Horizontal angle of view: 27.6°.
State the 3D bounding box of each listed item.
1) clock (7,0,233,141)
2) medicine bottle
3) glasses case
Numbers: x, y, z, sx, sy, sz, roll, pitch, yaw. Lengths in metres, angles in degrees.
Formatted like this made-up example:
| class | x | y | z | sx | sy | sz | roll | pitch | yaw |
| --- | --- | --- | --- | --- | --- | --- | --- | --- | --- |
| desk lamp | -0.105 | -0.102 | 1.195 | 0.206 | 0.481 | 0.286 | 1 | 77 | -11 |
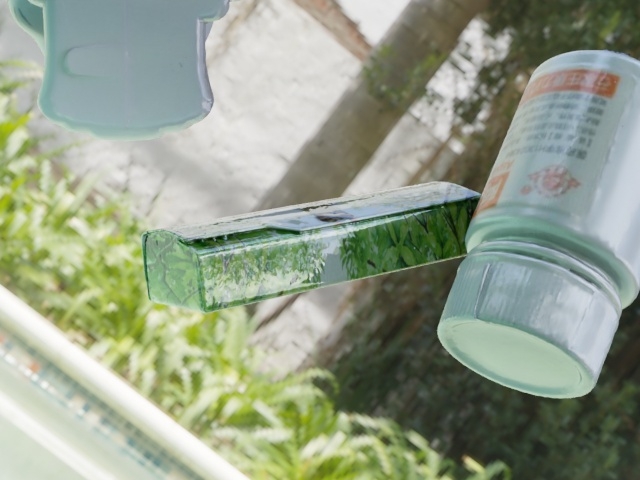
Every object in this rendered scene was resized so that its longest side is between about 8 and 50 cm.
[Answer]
| class | x | y | z | sx | sy | sz | roll | pitch | yaw |
| --- | --- | --- | --- | --- | --- | --- | --- | --- | --- |
| clock | -0.070 | -0.128 | 0.444 | 0.080 | 0.176 | 0.117 | -2 | 12 | -12 |
| medicine bottle | 0.192 | -0.013 | 1.018 | 0.145 | 0.252 | 0.144 | 18 | -25 | 9 |
| glasses case | 0.000 | 0.000 | 1.042 | 0.272 | 0.062 | 0.095 | -12 | 9 | -33 |
